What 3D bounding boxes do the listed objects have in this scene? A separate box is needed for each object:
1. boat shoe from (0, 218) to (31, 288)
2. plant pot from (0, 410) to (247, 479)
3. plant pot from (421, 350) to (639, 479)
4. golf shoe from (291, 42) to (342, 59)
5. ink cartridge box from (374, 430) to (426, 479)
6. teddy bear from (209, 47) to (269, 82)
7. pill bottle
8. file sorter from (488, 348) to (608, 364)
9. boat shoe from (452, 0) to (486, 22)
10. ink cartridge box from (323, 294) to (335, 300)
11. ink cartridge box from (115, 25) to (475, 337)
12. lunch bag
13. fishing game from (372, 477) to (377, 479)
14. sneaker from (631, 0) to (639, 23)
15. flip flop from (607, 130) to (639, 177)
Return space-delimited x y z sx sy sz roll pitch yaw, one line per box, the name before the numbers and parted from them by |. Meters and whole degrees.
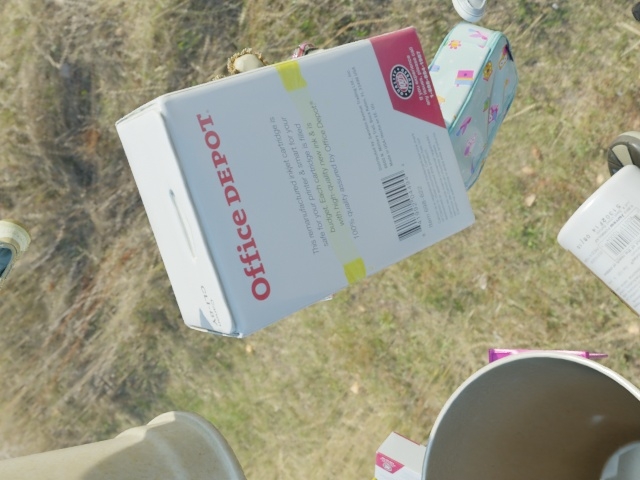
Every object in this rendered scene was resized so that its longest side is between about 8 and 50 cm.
boat shoe | -0.366 0.041 0.794 0.153 0.048 0.056 -41 117 18
plant pot | -0.280 0.350 0.768 0.334 0.306 0.333 -13 73 49
plant pot | 0.283 0.253 0.737 0.256 0.256 0.274 -4 164 44
golf shoe | 0.030 -0.271 1.185 0.086 0.186 0.067 24 113 23
ink cartridge box | 0.158 0.434 1.335 0.109 0.063 0.150 21 130 27
teddy bear | -0.102 -0.249 1.603 0.338 0.245 0.113 30 151 -31
pill bottle | 0.410 0.030 0.882 0.229 0.131 0.131 47 145 18
file sorter | 0.476 0.368 1.505 0.202 0.182 0.290 -5 81 40
boat shoe | 0.349 -0.601 1.681 0.079 0.227 0.081 12 154 -11
ink cartridge box | 0.000 0.000 1.389 0.045 0.145 0.179 -13 114 37
ink cartridge box | -0.023 -0.082 0.943 0.160 0.385 0.279 -4 106 57
lunch bag | 0.261 -0.234 1.337 0.108 0.279 0.224 23 170 32
fishing game | 0.127 0.497 1.228 0.041 0.189 0.264 20 153 50
sneaker | 0.493 -0.410 0.856 0.202 0.482 0.185 28 163 -21
flip flop | 0.467 -0.045 1.008 0.112 0.080 0.277 29 156 56
